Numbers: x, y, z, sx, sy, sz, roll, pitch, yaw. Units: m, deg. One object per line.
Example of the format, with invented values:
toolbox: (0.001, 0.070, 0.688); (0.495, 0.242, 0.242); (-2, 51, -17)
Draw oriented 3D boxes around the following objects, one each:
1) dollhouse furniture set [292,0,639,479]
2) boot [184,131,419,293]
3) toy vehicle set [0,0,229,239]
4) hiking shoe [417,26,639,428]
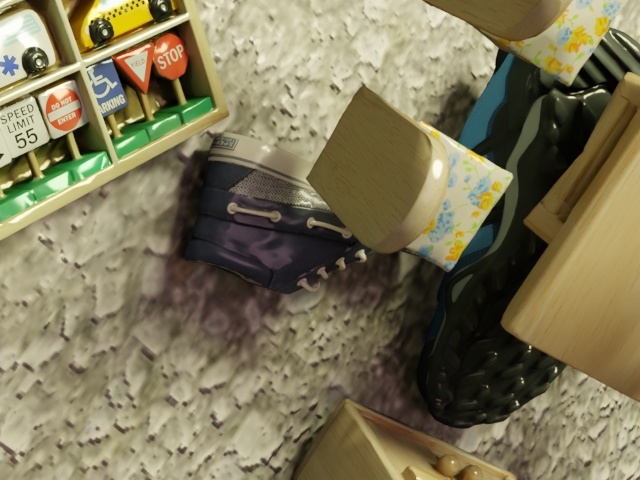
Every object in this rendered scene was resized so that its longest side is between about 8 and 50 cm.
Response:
dollhouse furniture set: (0.176, 0.070, 0.663); (0.362, 0.256, 0.394); (27, 101, -25)
boot: (0.000, 0.000, 0.766); (0.190, 0.069, 0.086); (20, 83, -28)
toy vehicle set: (-0.175, -0.093, 0.618); (0.267, 0.035, 0.166); (-35, 117, -38)
hiking shoe: (0.144, -0.012, 0.842); (0.113, 0.132, 0.304); (17, 101, -22)
